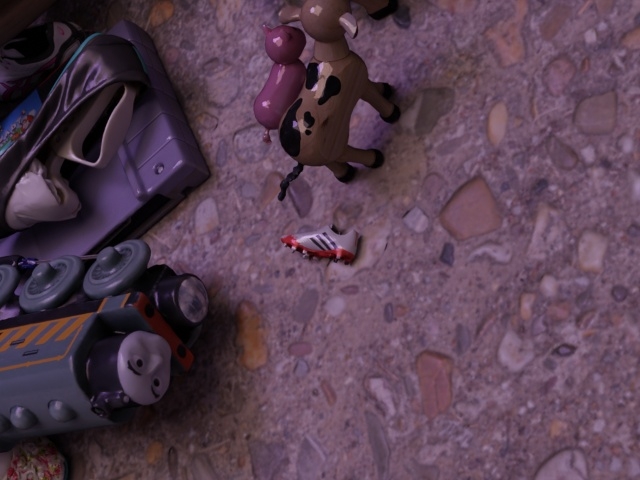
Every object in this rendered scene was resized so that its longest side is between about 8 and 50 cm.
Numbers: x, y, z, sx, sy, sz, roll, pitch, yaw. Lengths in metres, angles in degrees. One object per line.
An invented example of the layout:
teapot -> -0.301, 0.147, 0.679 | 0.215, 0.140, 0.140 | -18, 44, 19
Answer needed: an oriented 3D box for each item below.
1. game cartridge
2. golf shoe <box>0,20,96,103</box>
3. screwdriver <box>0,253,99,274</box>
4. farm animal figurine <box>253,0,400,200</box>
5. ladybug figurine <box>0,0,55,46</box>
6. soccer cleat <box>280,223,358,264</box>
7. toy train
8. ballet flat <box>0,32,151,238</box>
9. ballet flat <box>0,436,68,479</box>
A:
game cartridge -> -0.295, -0.056, 1.652 | 0.355, 0.068, 0.230 | -40, 59, 20
golf shoe -> -0.344, -0.213, 1.724 | 0.186, 0.086, 0.067 | -18, 67, 33
screwdriver -> -0.286, 0.024, 1.576 | 0.170, 0.025, 0.024 | -4, 71, 27
farm animal figurine -> 0.009, -0.255, 1.413 | 0.327, 0.172, 0.330 | -39, 55, 20
ladybug figurine -> -0.378, -0.358, 1.585 | 0.162, 0.305, 0.449 | 29, 61, 26
soccer cleat -> 0.000, 0.000, 1.428 | 0.083, 0.029, 0.036 | 10, 72, 36
toy train -> -0.263, 0.115, 1.482 | 0.334, 0.142, 0.190 | -11, 39, 33
ballet flat -> -0.275, -0.087, 1.556 | 0.096, 0.095, 0.280 | 42, 101, 26
ballet flat -> -0.370, 0.215, 1.600 | 0.241, 0.077, 0.091 | 20, 96, 40
